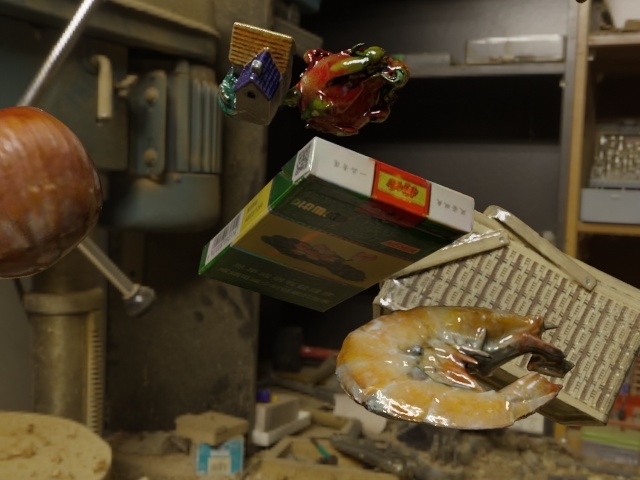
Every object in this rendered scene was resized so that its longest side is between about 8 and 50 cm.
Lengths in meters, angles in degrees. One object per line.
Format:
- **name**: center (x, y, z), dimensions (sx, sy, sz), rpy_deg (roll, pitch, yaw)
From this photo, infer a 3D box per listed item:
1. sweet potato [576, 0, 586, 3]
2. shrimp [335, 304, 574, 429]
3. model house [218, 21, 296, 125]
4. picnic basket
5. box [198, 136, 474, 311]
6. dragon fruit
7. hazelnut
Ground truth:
- **sweet potato**: center (0.246, -0.323, 0.694), dimensions (0.055, 0.202, 0.058), rpy_deg (-18, 22, -37)
- **shrimp**: center (0.104, 0.095, 0.543), dimensions (0.187, 0.052, 0.132), rpy_deg (-7, 37, -17)
- **model house**: center (-0.087, -0.222, 0.988), dimensions (0.087, 0.101, 0.100), rpy_deg (18, -31, 4)
- **picnic basket**: center (0.232, 0.085, 0.969), dimensions (0.312, 0.175, 0.228), rpy_deg (27, -10, 9)
- **box**: center (0.000, 0.000, 0.608), dimensions (0.132, 0.034, 0.235), rpy_deg (19, -26, -20)
- **dragon fruit**: center (0.044, -0.220, 1.045), dimensions (0.142, 0.138, 0.175), rpy_deg (-40, 11, -37)
- **hazelnut**: center (-0.362, -0.051, 0.881), dimensions (0.214, 0.214, 0.176), rpy_deg (3, -21, 11)
